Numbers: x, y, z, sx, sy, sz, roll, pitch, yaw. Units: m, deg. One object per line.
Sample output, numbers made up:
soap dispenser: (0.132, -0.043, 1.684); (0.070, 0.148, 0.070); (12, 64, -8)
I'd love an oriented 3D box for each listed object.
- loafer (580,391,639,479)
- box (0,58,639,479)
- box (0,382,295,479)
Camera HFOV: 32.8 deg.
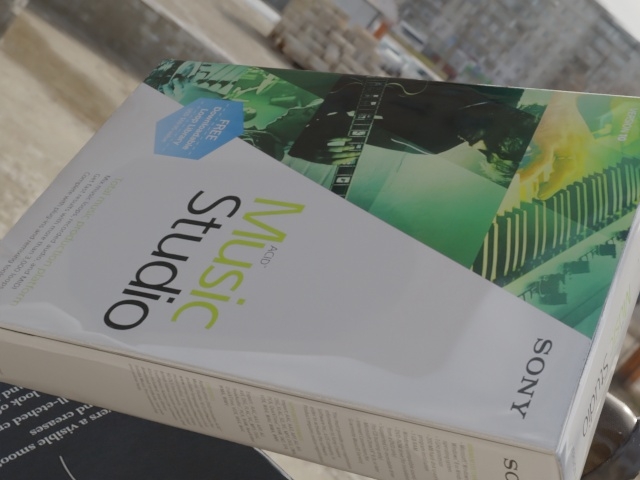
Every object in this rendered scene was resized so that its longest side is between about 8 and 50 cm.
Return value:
loafer: (0.169, 0.216, 1.111); (0.130, 0.366, 0.134); (54, 42, -1)
box: (0.000, 0.000, 0.562); (0.322, 0.232, 0.058); (10, -43, 24)
box: (-0.157, 0.260, 0.681); (0.293, 0.212, 0.395); (-24, 37, -30)
